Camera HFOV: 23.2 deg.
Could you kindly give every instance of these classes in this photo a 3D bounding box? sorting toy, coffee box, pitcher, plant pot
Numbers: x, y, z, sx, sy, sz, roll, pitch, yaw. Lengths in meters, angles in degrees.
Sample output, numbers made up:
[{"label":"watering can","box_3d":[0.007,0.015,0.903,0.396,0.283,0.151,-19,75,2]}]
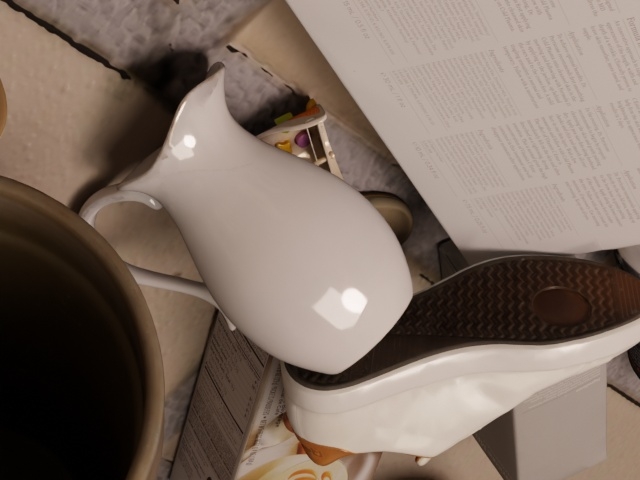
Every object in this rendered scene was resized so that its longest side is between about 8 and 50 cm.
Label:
[{"label":"sorting toy","box_3d":[-0.027,-0.061,1.129,0.075,0.045,0.083,-21,137,-4]},{"label":"coffee box","box_3d":[-0.023,0.139,1.278,0.141,0.098,0.246,-5,132,-29]},{"label":"pitcher","box_3d":[-0.054,0.007,1.079,0.207,0.125,0.178,44,120,-8]},{"label":"plant pot","box_3d":[-0.254,0.155,1.025,0.323,0.323,0.280,-23,155,-12]}]

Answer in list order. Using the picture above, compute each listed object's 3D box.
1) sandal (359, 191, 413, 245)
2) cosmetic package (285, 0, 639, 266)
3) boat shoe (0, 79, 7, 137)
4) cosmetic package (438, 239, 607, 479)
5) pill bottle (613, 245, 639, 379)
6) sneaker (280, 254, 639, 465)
[{"label":"sandal","box_3d":[0.000,0.000,1.195,0.180,0.049,0.072,-4,131,-30]},{"label":"cosmetic package","box_3d":[0.175,-0.127,1.055,0.284,0.097,0.377,-8,146,24]},{"label":"boat shoe","box_3d":[-0.352,-0.044,0.896,0.341,0.122,0.110,-15,173,-16]},{"label":"cosmetic package","box_3d":[0.179,0.102,1.352,0.107,0.127,0.238,-22,136,-14]},{"label":"pill bottle","box_3d":[0.339,0.063,1.413,0.130,0.130,0.246,-27,139,-7]},{"label":"sneaker","box_3d":[0.112,0.096,1.178,0.290,0.106,0.123,-12,132,-9]}]
